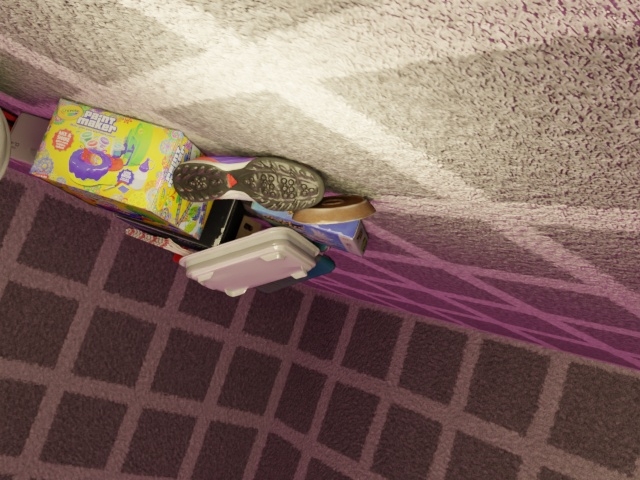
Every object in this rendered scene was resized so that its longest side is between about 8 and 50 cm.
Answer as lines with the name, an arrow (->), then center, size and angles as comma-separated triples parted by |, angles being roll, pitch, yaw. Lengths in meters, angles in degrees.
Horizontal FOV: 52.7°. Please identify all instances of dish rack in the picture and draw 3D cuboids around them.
dish rack -> -0.184, 0.072, 1.765 | 0.332, 0.072, 0.285 | -17, 159, 16

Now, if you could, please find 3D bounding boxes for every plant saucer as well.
plant saucer -> 0.025, -0.065, 1.281 | 0.168, 0.029, 0.168 | -5, -165, 1

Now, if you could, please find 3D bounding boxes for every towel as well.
towel -> -0.138, 0.073, 1.936 | 0.271, 0.040, 0.370 | -20, 158, 19
towel -> -0.432, 0.009, 1.799 | 0.197, 0.029, 0.144 | 16, 172, 39

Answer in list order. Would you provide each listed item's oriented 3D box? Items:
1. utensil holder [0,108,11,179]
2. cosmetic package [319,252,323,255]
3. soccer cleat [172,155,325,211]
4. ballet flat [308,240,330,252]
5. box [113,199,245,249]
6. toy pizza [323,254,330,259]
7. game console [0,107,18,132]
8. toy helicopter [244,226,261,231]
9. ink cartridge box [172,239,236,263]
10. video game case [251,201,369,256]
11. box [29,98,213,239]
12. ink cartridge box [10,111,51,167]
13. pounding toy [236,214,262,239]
utensil holder -> -0.806, -0.231, 1.277 | 0.327, 0.328, 0.385 | 21, 170, -19
cosmetic package -> -0.097, 0.029, 2.346 | 0.098, 0.061, 0.239 | 22, 172, -35
soccer cleat -> -0.133, -0.126, 1.283 | 0.318, 0.109, 0.116 | 4, -156, 19
ballet flat -> 0.000, 0.000, 1.963 | 0.070, 0.070, 0.188 | 23, 173, -28
box -> -0.386, -0.080, 1.845 | 0.296, 0.183, 0.294 | 19, 174, 0
toy pizza -> -0.056, 0.056, 2.539 | 0.201, 0.032, 0.201 | 19, 172, 3
game console -> -0.924, -0.323, 1.874 | 0.341, 0.060, 0.386 | 14, 170, 30
toy helicopter -> -0.279, 0.016, 2.305 | 0.355, 0.140, 0.235 | 34, -153, 23
ink cartridge box -> -0.353, 0.037, 2.029 | 0.231, 0.134, 0.078 | 19, 173, 11
video game case -> -0.019, -0.042, 1.670 | 0.269, 0.061, 0.244 | 17, 171, 13
box -> -0.413, -0.150, 1.429 | 0.289, 0.177, 0.279 | 17, 171, 14
ink cartridge box -> -0.659, -0.208, 1.758 | 0.226, 0.131, 0.306 | 17, 169, 17
pounding toy -> -0.300, -0.053, 2.136 | 0.206, 0.094, 0.181 | 16, 173, 33
